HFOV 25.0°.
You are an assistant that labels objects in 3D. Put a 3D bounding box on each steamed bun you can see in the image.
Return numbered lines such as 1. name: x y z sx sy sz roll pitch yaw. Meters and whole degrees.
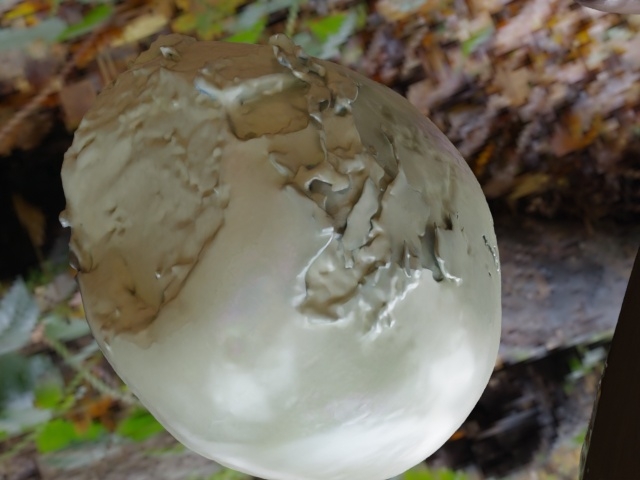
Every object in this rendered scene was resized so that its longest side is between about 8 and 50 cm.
1. steamed bun: 0.000 0.000 1.022 0.233 0.333 0.312 -38 147 25

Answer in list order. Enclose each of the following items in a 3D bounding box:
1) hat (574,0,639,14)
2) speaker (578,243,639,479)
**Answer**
1. hat: 0.192 -0.250 0.968 0.089 0.205 0.205 -26 172 -10
2. speaker: 0.228 0.100 0.702 0.153 0.192 0.230 6 128 -4
